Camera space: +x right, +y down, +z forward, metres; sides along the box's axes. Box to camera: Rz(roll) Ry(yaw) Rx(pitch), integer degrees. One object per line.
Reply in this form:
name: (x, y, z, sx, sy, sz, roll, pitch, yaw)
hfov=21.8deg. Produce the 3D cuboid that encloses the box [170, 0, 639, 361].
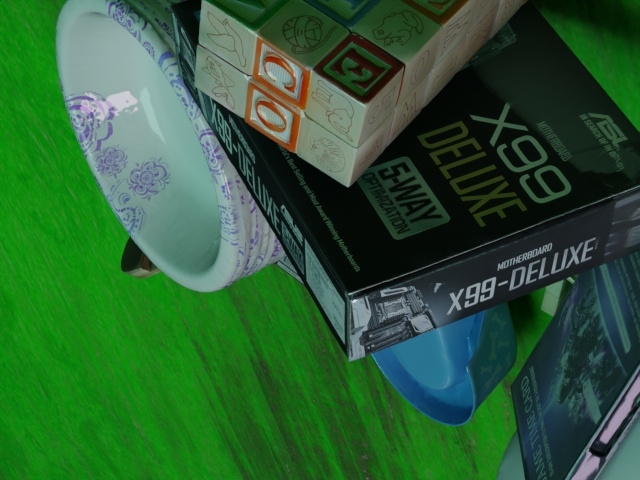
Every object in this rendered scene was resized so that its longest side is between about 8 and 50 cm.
box: (0.063, -0.083, 1.173, 0.076, 0.242, 0.307, 88, 157, -49)

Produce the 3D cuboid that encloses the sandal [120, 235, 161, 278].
sandal: (-0.135, 0.012, 1.811, 0.079, 0.088, 0.240, 22, 166, -25)

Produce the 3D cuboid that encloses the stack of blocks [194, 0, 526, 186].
stack of blocks: (0.041, -0.194, 1.121, 0.171, 0.297, 0.087, 33, 148, 15)

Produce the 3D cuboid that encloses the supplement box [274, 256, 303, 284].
supplement box: (0.000, 0.000, 1.605, 0.055, 0.083, 0.043, 37, 149, 12)

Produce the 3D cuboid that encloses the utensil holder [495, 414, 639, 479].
utensil holder: (0.339, 0.186, 1.213, 0.327, 0.327, 0.385, 45, 151, -1)

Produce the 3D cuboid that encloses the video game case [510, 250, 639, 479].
video game case: (0.217, 0.051, 1.189, 0.026, 0.196, 0.274, 23, 114, -9)

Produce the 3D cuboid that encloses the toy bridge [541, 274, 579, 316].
toy bridge: (0.211, 0.040, 1.466, 0.188, 0.026, 0.063, 32, 146, 21)

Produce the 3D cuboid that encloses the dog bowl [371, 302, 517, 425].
dog bowl: (0.093, 0.026, 1.499, 0.166, 0.074, 0.297, 24, 139, 51)

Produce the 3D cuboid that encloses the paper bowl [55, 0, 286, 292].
paper bowl: (-0.100, -0.109, 1.447, 0.284, 0.148, 0.284, 41, 146, 35)
